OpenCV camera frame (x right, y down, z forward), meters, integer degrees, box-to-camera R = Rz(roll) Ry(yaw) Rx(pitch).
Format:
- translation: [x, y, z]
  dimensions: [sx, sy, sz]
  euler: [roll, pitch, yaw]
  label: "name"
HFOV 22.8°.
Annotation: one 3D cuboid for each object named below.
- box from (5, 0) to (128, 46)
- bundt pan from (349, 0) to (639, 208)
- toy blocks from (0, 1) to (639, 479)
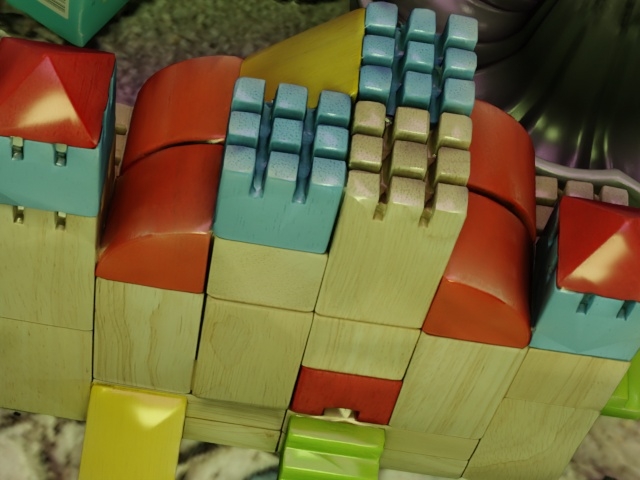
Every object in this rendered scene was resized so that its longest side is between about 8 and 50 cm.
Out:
- translation: [-0.092, -0.232, 0.954]
  dimensions: [0.060, 0.100, 0.244]
  euler: [33, 59, 10]
  label: "box"
- translation: [0.166, -0.124, 0.913]
  dimensions: [0.330, 0.124, 0.331]
  euler: [5, 57, -7]
  label: "bundt pan"
- translation: [0.000, 0.000, 0.725]
  dimensions: [0.381, 0.261, 0.191]
  euler: [9, 57, -4]
  label: "toy blocks"
